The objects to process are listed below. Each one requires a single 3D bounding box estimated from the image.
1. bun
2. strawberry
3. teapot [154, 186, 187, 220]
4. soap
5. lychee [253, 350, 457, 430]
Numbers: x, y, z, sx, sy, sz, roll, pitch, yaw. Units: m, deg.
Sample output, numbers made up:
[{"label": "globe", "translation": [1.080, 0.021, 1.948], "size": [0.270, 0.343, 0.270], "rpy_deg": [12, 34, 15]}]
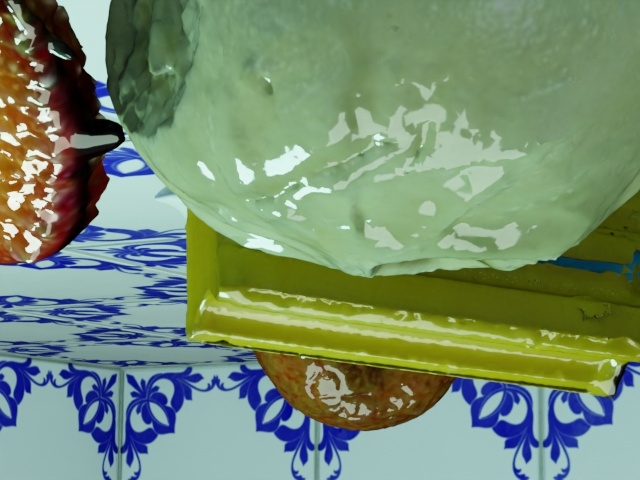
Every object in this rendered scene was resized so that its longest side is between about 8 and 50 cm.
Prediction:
[{"label": "bun", "translation": [0.053, -0.079, 1.034], "size": [0.364, 0.202, 0.364], "rpy_deg": [-1, 173, 0]}, {"label": "strawberry", "translation": [-0.204, -0.112, 1.048], "size": [0.233, 0.137, 0.306], "rpy_deg": [29, 144, -10]}, {"label": "teapot", "translation": [0.000, 0.000, 1.787], "size": [0.300, 0.165, 0.208], "rpy_deg": [-11, -173, 12]}, {"label": "soap", "translation": [0.072, -0.011, 1.265], "size": [0.325, 0.204, 0.096], "rpy_deg": [10, 150, -17]}, {"label": "lychee", "translation": [0.041, 0.091, 2.003], "size": [0.255, 0.255, 0.300], "rpy_deg": [4, -157, -20]}]
